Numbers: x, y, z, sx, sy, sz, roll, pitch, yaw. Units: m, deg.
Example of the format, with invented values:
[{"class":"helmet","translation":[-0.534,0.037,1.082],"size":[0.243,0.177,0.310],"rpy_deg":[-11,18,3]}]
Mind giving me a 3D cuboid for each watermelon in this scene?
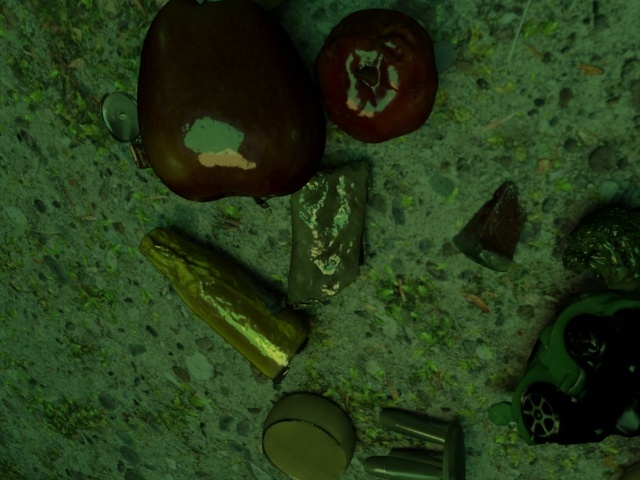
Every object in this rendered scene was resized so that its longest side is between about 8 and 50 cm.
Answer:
[{"class":"watermelon","translation":[0.317,-0.014,0.797],"size":[0.097,0.121,0.159],"rpy_deg":[25,76,-10]}]

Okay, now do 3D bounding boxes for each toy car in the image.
[{"class":"toy car","translation":[0.468,0.242,0.785],"size":[0.213,0.176,0.359],"rpy_deg":[4,111,-18]}]

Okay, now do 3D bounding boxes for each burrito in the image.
[{"class":"burrito","translation":[0.012,0.004,0.876],"size":[0.174,0.107,0.348],"rpy_deg":[13,115,14]}]

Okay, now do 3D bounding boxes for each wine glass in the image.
[{"class":"wine glass","translation":[-0.319,-0.250,0.829],"size":[0.122,0.183,0.122],"rpy_deg":[7,115,15]}]

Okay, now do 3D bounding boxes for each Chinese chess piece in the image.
[{"class":"Chinese chess piece","translation":[-0.033,0.524,1.138],"size":[0.249,0.103,0.250],"rpy_deg":[7,116,15]}]

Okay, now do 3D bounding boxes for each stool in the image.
[{"class":"stool","translation":[0.225,0.520,0.996],"size":[0.198,0.195,0.196],"rpy_deg":[-1,114,25]}]

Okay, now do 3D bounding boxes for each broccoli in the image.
[{"class":"broccoli","translation":[0.481,0.012,0.706],"size":[0.145,0.138,0.162],"rpy_deg":[-3,153,13]}]

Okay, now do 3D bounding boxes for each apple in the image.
[{"class":"apple","translation":[-0.141,-0.202,0.685],"size":[0.287,0.288,0.317],"rpy_deg":[-9,97,23]}]

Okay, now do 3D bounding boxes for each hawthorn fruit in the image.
[{"class":"hawthorn fruit","translation":[0.083,-0.246,0.653],"size":[0.207,0.243,0.208],"rpy_deg":[4,110,12]}]

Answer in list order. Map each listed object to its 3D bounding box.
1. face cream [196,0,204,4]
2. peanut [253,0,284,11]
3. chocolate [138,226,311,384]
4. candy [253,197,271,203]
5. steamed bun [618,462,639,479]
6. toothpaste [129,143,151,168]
[{"class":"face cream","translation":[-0.305,-0.559,0.746],"size":[0.143,0.089,0.314],"rpy_deg":[-35,110,30]},{"class":"peanut","translation":[-0.075,-0.522,0.635],"size":[0.174,0.158,0.340],"rpy_deg":[26,114,5]},{"class":"chocolate","translation":[-0.226,0.130,0.988],"size":[0.445,0.162,0.162],"rpy_deg":[39,120,0]},{"class":"candy","translation":[-0.166,-0.221,0.858],"size":[0.088,0.061,0.313],"rpy_deg":[-24,104,25]},{"class":"steamed bun","translation":[0.730,0.563,0.860],"size":[0.231,0.145,0.232],"rpy_deg":[8,117,16]},{"class":"toothpaste","translation":[-0.314,-0.184,0.942],"size":[0.238,0.039,0.062],"rpy_deg":[4,122,20]}]
